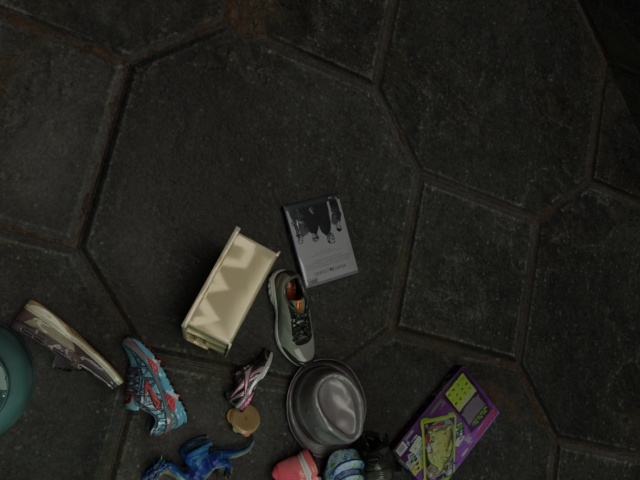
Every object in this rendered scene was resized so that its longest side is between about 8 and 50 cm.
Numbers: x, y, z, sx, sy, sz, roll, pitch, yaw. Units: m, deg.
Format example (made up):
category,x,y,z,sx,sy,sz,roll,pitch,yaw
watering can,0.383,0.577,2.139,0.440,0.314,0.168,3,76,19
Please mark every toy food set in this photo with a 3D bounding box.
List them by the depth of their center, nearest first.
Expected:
category,x,y,z,sx,sy,sz,roll,pitch,yaw
toy food set,-0.197,0.465,1.730,0.083,0.020,0.083,-24,74,-35

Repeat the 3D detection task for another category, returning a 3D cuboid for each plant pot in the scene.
category,x,y,z,sx,sy,sz,roll,pitch,yaw
plant pot,-0.748,0.300,1.389,0.293,0.196,0.293,4,82,-26

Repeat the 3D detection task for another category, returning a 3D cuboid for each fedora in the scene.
category,x,y,z,sx,sy,sz,roll,pitch,yaw
fedora,0.038,0.455,1.799,0.243,0.124,0.275,-21,93,-26

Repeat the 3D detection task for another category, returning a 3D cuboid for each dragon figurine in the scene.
category,x,y,z,sx,sy,sz,roll,pitch,yaw
dragon figurine,-0.293,0.536,1.647,0.289,0.085,0.144,-32,99,-24

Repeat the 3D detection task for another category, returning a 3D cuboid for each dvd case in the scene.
category,x,y,z,sx,sy,sz,roll,pitch,yaw
dvd case,0.000,0.000,1.886,0.179,0.029,0.239,-15,91,-27

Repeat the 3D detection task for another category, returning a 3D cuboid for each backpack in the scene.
category,x,y,z,sx,sy,sz,roll,pitch,yaw
backpack,0.068,0.624,1.792,0.105,0.084,0.114,0,118,-26

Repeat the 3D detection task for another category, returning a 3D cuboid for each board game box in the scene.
category,x,y,z,sx,sy,sz,roll,pitch,yaw
board game box,0.373,0.568,1.997,0.347,0.056,0.208,-43,99,-24

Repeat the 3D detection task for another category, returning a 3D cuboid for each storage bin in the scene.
category,x,y,z,sx,sy,sz,roll,pitch,yaw
storage bin,-0.223,0.137,1.637,0.123,0.260,0.262,27,72,-3

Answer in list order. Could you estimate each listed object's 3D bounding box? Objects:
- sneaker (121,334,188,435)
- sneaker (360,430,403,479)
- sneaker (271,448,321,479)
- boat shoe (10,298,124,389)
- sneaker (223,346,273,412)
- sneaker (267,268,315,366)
category,x,y,z,sx,sy,sz,roll,pitch,yaw
sneaker,-0.422,0.353,1.596,0.125,0.104,0.262,-30,98,-24
sneaker,0.168,0.585,1.819,0.087,0.227,0.130,-11,71,17
sneaker,-0.047,0.711,1.756,0.136,0.116,0.314,-15,92,-7
boat shoe,-0.582,0.256,1.533,0.285,0.103,0.092,44,73,-11
sneaker,-0.188,0.350,1.733,0.077,0.072,0.178,32,62,-1
sneaker,-0.070,0.209,1.784,0.100,0.108,0.272,-15,92,-29
